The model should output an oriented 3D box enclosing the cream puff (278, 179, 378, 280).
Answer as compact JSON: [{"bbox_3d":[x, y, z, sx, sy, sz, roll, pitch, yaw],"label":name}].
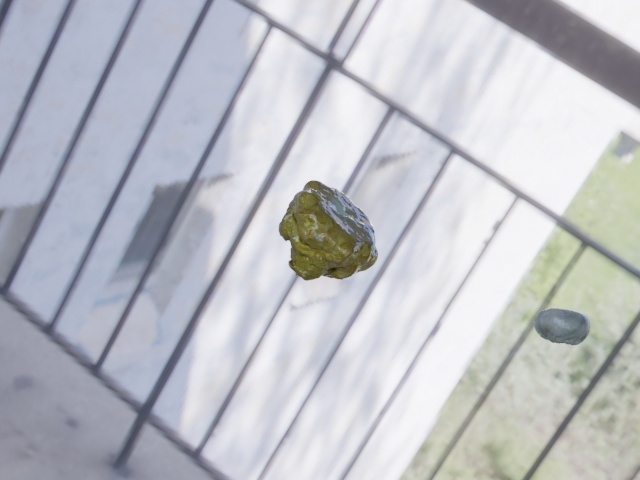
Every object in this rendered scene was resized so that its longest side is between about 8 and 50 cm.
[{"bbox_3d":[0.000,0.000,1.721,0.146,0.116,0.146,35,27,-21],"label":"cream puff"}]

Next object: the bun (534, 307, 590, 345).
[{"bbox_3d":[0.329,0.119,1.793,0.083,0.045,0.083,11,-14,3],"label":"bun"}]
